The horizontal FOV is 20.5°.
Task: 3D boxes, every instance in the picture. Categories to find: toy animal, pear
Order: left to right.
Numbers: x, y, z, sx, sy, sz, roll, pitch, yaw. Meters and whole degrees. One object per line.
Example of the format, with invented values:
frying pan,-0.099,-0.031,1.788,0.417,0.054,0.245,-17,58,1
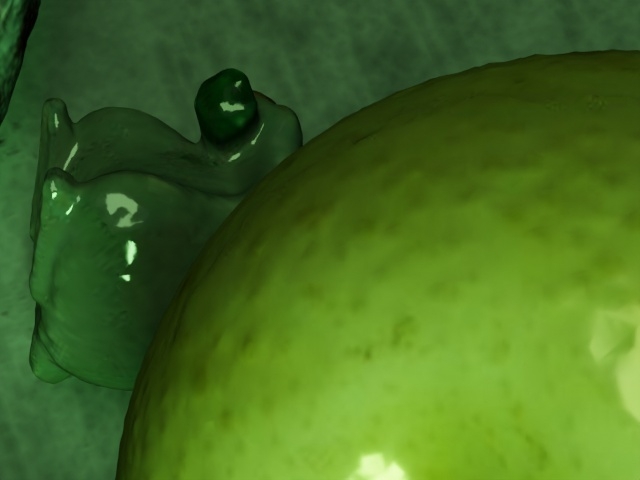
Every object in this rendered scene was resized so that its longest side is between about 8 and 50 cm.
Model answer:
toy animal,-0.001,0.001,0.771,0.251,0.127,0.125,3,57,-13
pear,0.102,0.108,0.601,0.348,0.348,0.348,0,70,1

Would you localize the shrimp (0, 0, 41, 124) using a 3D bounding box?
shrimp,-0.210,-0.076,0.759,0.137,0.172,0.372,18,78,13
